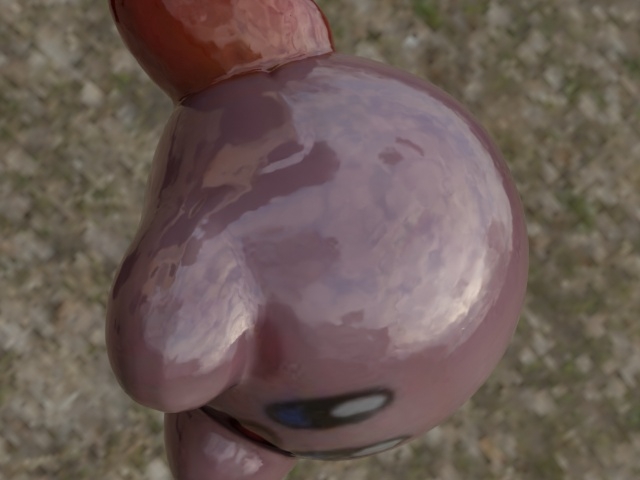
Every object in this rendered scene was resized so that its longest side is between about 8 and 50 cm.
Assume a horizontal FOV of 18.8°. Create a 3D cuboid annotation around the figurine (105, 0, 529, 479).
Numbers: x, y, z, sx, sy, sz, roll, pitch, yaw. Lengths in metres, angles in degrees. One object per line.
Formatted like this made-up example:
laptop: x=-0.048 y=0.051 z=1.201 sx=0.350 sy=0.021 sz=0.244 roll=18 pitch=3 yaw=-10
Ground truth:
figurine: x=0.005 y=-0.007 z=1.041 sx=0.270 sy=0.211 sz=0.261 roll=74 pitch=12 yaw=-56
